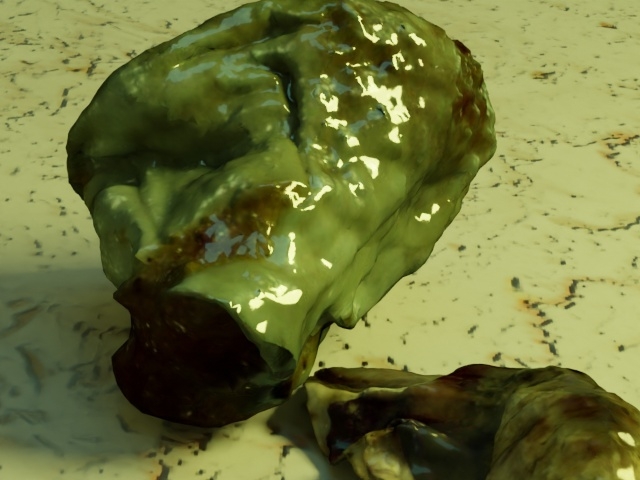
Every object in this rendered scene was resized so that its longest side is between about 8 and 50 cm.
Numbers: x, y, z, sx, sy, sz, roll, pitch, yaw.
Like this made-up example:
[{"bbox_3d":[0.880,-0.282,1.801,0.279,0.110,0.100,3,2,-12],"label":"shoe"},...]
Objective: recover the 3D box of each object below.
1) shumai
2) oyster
[{"bbox_3d":[0.000,0.000,1.024,0.272,0.222,0.203,-15,55,-19],"label":"shumai"},{"bbox_3d":[0.082,0.112,0.923,0.166,0.094,0.294,-23,34,-34],"label":"oyster"}]
